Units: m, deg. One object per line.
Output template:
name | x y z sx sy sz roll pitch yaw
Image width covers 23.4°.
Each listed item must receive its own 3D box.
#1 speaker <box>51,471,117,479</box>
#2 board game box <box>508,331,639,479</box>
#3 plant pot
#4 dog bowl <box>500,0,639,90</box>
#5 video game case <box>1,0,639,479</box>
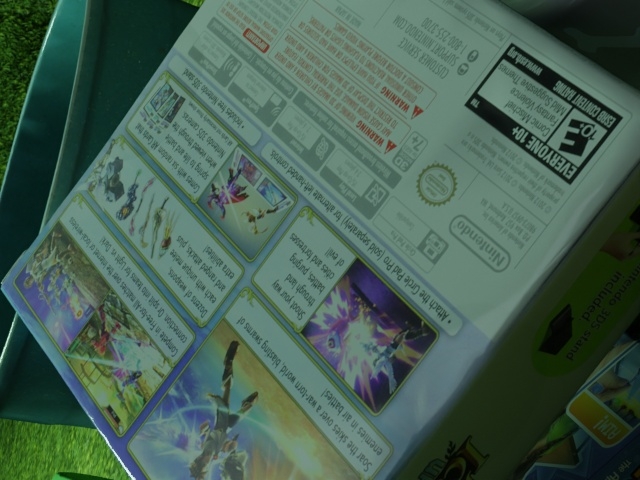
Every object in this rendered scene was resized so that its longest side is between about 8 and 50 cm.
speaker | -0.217 0.362 1.368 0.131 0.131 0.296 175 108 -72
board game box | 0.081 0.087 0.666 0.136 0.035 0.201 -41 16 0
plant pot | -0.053 -0.002 0.920 0.272 0.255 0.271 -166 90 -74
dog bowl | 0.165 -0.227 0.676 0.349 0.102 0.348 -166 90 -72
video game case | 0.000 0.000 0.648 0.244 0.061 0.269 -52 43 7
